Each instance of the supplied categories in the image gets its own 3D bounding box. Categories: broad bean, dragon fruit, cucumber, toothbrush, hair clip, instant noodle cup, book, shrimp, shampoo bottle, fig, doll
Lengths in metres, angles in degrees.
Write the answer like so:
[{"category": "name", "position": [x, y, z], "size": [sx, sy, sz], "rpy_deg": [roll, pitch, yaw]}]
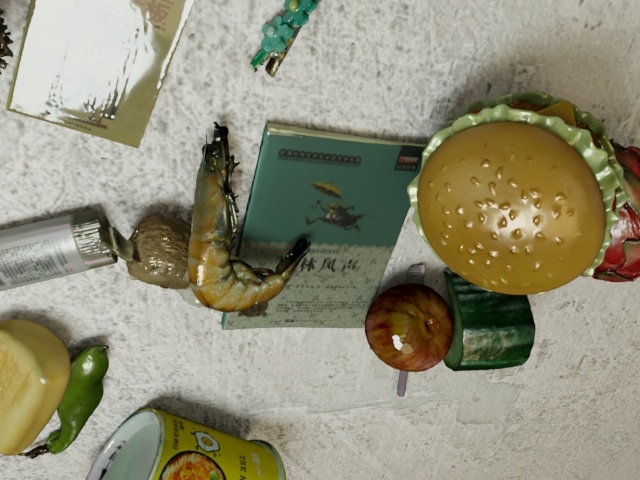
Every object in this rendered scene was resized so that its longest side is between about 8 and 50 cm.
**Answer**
[{"category": "broad bean", "position": [-0.425, 0.282, 1.019], "size": [0.098, 0.056, 0.318], "rpy_deg": [13, 124, -48]}, {"category": "dragon fruit", "position": [0.458, -0.063, 0.941], "size": [0.234, 0.233, 0.293], "rpy_deg": [-34, 121, 10]}, {"category": "cucumber", "position": [0.284, 0.153, 1.081], "size": [0.130, 0.191, 0.191], "rpy_deg": [0, 127, -8]}, {"category": "toothbrush", "position": [0.166, 0.183, 1.162], "size": [0.029, 0.024, 0.354], "rpy_deg": [-4, 128, -6]}, {"category": "hair clip", "position": [-0.026, -0.269, 0.726], "size": [0.049, 0.049, 0.173], "rpy_deg": [27, 116, -33]}, {"category": "instant noodle cup", "position": [-0.257, 0.463, 1.076], "size": [0.325, 0.325, 0.254], "rpy_deg": [-42, 118, 16]}, {"category": "book", "position": [0.000, 0.000, 0.957], "size": [0.264, 0.031, 0.379], "rpy_deg": [2, 126, -21]}, {"category": "shrimp", "position": [-0.095, -0.031, 0.845], "size": [0.198, 0.051, 0.261], "rpy_deg": [-6, 102, -41]}, {"category": "shampoo bottle", "position": [-0.401, 0.020, 0.824], "size": [0.228, 0.056, 0.086], "rpy_deg": [-14, 131, -7]}, {"category": "fig", "position": [0.149, 0.143, 1.045], "size": [0.149, 0.202, 0.148], "rpy_deg": [-19, 103, 1]}, {"category": "book", "position": [-0.252, -0.227, 0.697], "size": [0.161, 0.026, 0.230], "rpy_deg": [15, 121, -27]}, {"category": "doll", "position": [-0.216, 0.024, 0.852], "size": [0.221, 0.114, 0.105], "rpy_deg": [22, 159, -39]}]

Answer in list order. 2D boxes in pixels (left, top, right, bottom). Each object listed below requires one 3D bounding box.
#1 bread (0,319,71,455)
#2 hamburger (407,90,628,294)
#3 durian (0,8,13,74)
[{"category": "bread", "position": [-0.459, 0.220, 0.924], "size": [0.147, 0.098, 0.217], "rpy_deg": [42, 111, 7]}, {"category": "hamburger", "position": [0.257, -0.055, 0.809], "size": [0.275, 0.212, 0.274], "rpy_deg": [15, 122, 25]}, {"category": "durian", "position": [-0.378, -0.209, 0.556], "size": [0.167, 0.196, 0.196], "rpy_deg": [-38, 129, 21]}]
